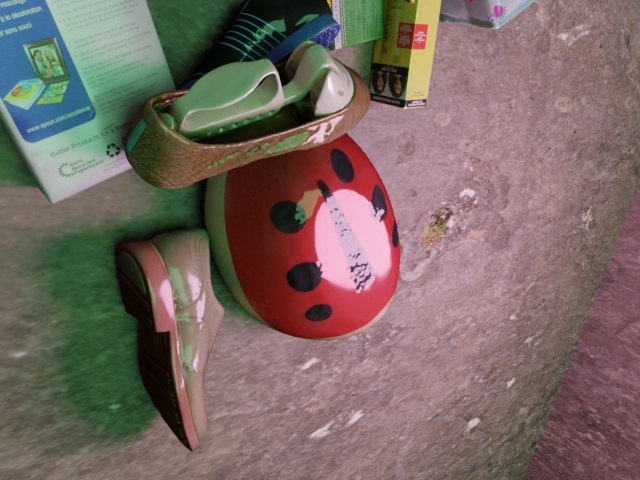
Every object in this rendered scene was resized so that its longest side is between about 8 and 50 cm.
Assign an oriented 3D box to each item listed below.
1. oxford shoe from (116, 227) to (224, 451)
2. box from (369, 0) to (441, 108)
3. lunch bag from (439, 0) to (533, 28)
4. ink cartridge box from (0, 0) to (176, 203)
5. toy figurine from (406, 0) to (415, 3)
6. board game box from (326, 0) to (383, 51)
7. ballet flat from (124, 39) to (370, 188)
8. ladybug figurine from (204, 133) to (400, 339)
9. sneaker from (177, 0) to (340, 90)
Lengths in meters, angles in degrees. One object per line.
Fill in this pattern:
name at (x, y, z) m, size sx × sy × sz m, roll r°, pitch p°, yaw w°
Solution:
oxford shoe at (-0.182, 0.148, 0.725) m, size 0.130 × 0.123 × 0.349 m, roll -25°, pitch 127°, yaw -39°
box at (0.134, -0.331, 0.800) m, size 0.058 × 0.087 × 0.233 m, roll -15°, pitch 121°, yaw -37°
lunch bag at (0.303, -0.506, 0.818) m, size 0.262 × 0.160 × 0.224 m, roll -39°, pitch 132°, yaw -15°
ink cartridge box at (-0.265, -0.234, 0.491) m, size 0.175 × 0.069 × 0.371 m, roll -32°, pitch 132°, yaw -27°
toy figurine at (0.020, -0.453, 0.518) m, size 0.362 × 0.191 × 0.217 m, roll 30°, pitch 97°, yaw -41°
board game box at (0.030, -0.405, 0.707) m, size 0.136 × 0.030 × 0.260 m, roll -27°, pitch 127°, yaw -34°
ballet flat at (-0.056, -0.162, 0.585) m, size 0.342 × 0.116 × 0.124 m, roll -24°, pitch 165°, yaw -28°
ladybug figurine at (0.000, 0.000, 0.787) m, size 0.305 × 0.161 × 0.449 m, roll -46°, pitch 135°, yaw -15°
sneaker at (-0.092, -0.245, 0.646) m, size 0.232 × 0.081 × 0.091 m, roll -32°, pitch 86°, yaw -7°
